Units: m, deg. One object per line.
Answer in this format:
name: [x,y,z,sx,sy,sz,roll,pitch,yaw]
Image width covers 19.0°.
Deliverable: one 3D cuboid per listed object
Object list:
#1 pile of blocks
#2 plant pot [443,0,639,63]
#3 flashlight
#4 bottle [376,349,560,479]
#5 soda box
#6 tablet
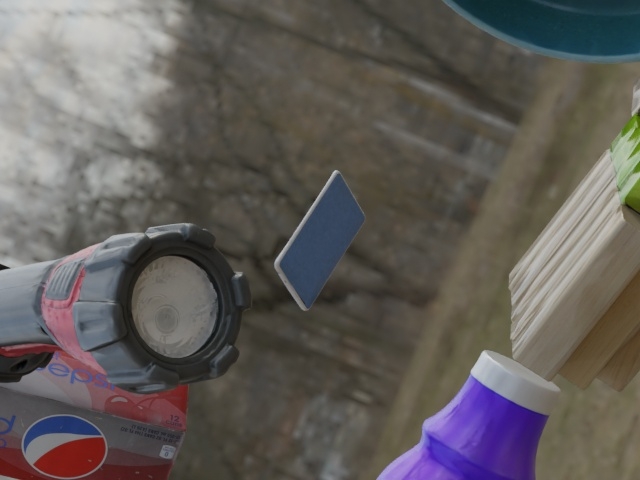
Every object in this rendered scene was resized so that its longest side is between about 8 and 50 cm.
pile of blocks: [0.224,-0.071,0.883,0.362,0.112,0.149,-58,7,-4]
plant pot: [0.207,-0.308,1.349,0.271,0.272,0.255,113,179,-49]
flashlight: [-0.161,0.052,1.236,0.304,0.103,0.103,-12,94,57]
bottle: [0.086,0.220,1.435,0.283,0.118,0.092,-64,24,7]
soda box: [-0.239,0.124,1.481,0.083,0.263,0.092,-92,21,-55]
tablet: [0.000,0.000,1.273,0.083,0.006,0.054,-58,-40,-24]
